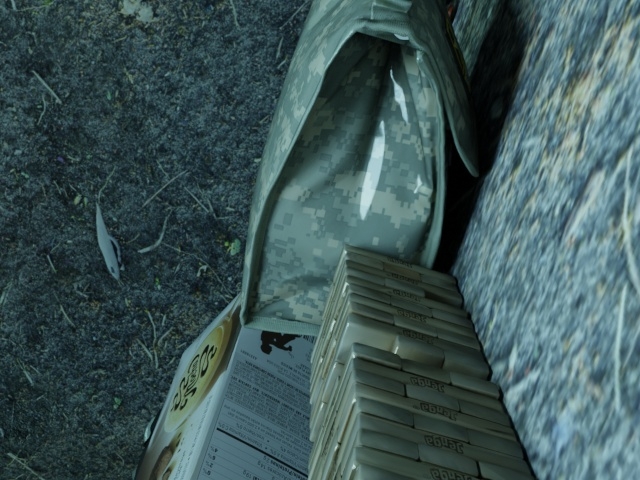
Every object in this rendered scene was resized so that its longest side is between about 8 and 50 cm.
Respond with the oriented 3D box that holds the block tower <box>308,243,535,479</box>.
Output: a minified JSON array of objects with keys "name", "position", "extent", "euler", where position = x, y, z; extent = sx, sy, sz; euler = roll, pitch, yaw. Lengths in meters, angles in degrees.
[{"name":"block tower","position":[0.047,0.103,0.587],"extent":[0.335,0.097,0.091],"euler":[-84,11,-73]}]

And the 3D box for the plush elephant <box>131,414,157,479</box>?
[{"name":"plush elephant","position":[-0.213,0.440,1.710],"extent":[0.272,0.255,0.330],"euler":[51,177,36]}]

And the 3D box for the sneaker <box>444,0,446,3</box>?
[{"name":"sneaker","position":[0.120,-0.366,1.187],"extent":[0.235,0.094,0.153],"euler":[-56,-25,-73]}]

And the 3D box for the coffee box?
[{"name":"coffee box","position":[-0.085,0.204,0.898],"extent":[0.168,0.118,0.297],"euler":[-45,20,42]}]

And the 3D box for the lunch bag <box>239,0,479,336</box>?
[{"name":"lunch bag","position":[0.041,-0.092,0.813],"extent":[0.235,0.168,0.287],"euler":[-82,4,-57]}]

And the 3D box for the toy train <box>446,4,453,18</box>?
[{"name":"toy train","position":[0.117,-0.207,1.048],"extent":[0.125,0.046,0.166],"euler":[162,120,-83]}]

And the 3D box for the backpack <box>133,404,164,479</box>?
[{"name":"backpack","position":[-0.152,0.319,1.417],"extent":[0.355,0.273,0.290],"euler":[-30,43,52]}]
